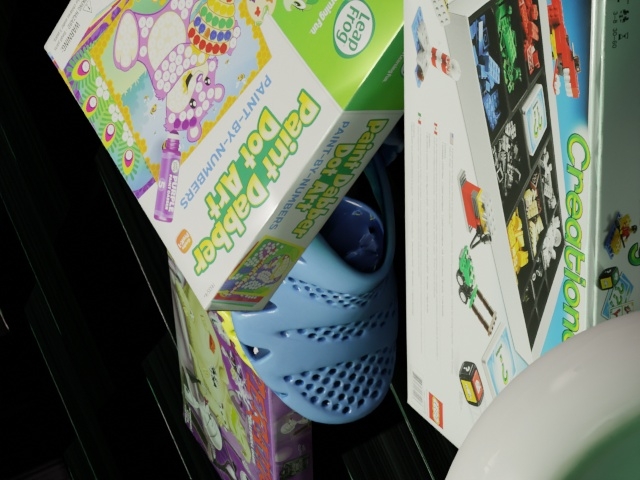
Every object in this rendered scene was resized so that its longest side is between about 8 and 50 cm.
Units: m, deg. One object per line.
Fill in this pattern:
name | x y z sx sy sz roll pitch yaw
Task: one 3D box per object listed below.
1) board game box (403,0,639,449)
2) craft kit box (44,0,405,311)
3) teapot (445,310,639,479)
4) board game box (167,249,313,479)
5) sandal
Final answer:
board game box | 0.107 -0.016 0.997 0.193 0.053 0.305 -141 45 -56
craft kit box | -0.048 -0.128 1.197 0.246 0.061 0.250 54 124 29
teapot | 0.157 0.129 0.858 0.252 0.256 0.187 58 -179 -14
board game box | -0.072 0.122 1.764 0.208 0.056 0.346 49 154 35
sandal | 0.000 0.000 1.305 0.138 0.126 0.317 38 147 49
